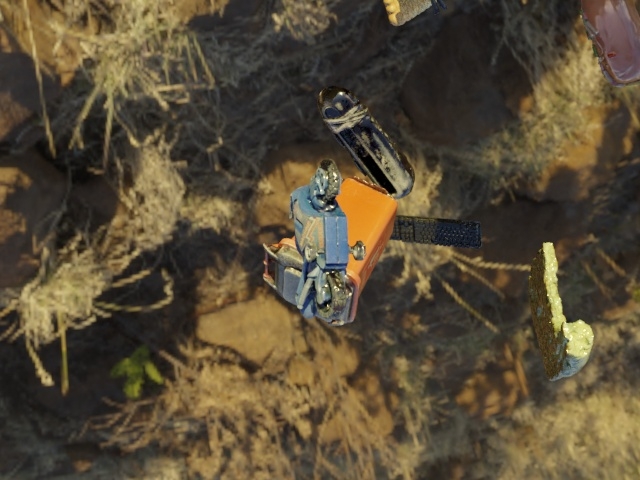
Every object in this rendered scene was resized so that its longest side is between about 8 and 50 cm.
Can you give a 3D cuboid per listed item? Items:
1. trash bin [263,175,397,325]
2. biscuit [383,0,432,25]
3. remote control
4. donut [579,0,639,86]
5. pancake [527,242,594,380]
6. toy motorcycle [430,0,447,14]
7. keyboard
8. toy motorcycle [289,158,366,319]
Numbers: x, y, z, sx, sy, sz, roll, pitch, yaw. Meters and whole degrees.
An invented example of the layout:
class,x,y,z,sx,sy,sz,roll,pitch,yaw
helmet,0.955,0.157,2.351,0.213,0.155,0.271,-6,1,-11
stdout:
class,x,y,z,sx,sy,sz,roll,pitch,yaw
trash bin,0.023,0.009,1.668,0.184,0.238,0.161,25,147,13
biscuit,0.139,-0.533,1.697,0.030,0.160,0.249,3,124,48
remote control,0.083,-0.170,1.682,0.090,0.066,0.266,-23,128,29
donut,0.497,-0.352,1.570,0.085,0.199,0.233,-21,-179,18
pancake,0.353,0.097,1.384,0.054,0.376,0.197,-6,109,5
toy motorcycle,0.191,-0.553,1.537,0.125,0.358,0.212,-6,168,-20
keyboard,0.249,-0.021,2.092,0.231,0.023,0.072,6,128,22
toy motorcycle,0.000,0.000,1.189,0.076,0.205,0.114,-2,179,-24
